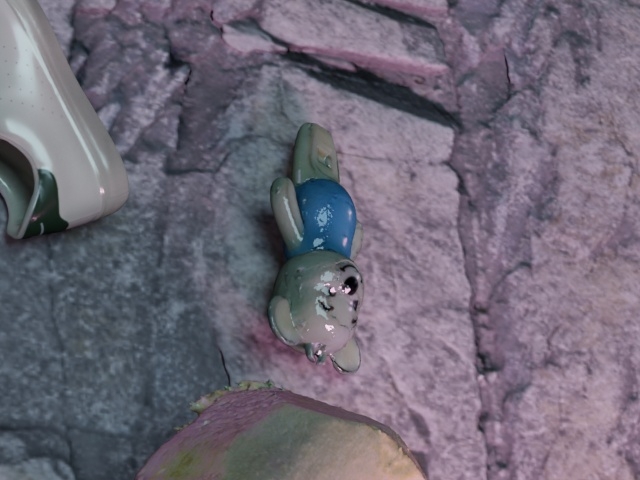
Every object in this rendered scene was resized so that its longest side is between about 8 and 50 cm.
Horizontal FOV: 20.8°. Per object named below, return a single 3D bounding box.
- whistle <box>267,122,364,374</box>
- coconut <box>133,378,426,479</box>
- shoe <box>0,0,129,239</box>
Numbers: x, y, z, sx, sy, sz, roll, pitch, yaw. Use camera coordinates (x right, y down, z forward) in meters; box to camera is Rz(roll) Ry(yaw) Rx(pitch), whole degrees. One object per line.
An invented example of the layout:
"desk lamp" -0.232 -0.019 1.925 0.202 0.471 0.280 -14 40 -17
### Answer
"whistle" 0.000 0.000 1.492 0.114 0.077 0.236 29 48 -38
"coconut" -0.051 0.235 1.255 0.233 0.233 0.245 46 44 -1
"shoe" -0.261 -0.120 1.391 0.110 0.095 0.265 -33 87 -37
